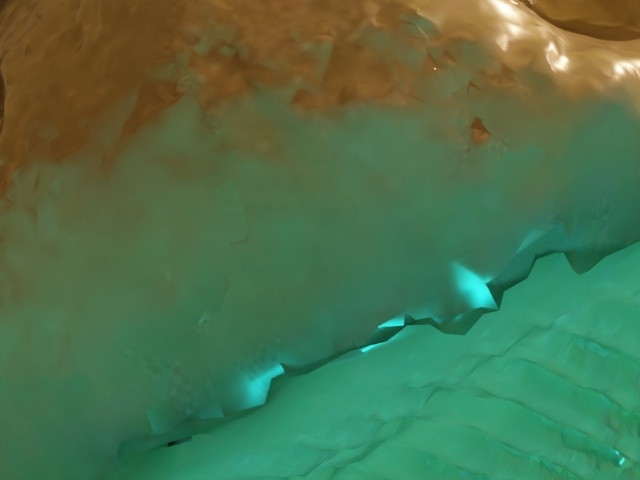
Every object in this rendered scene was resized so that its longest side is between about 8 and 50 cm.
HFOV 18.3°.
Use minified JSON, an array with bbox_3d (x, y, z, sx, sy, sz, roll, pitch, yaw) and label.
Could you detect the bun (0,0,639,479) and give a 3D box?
[{"bbox_3d":[0.000,0.000,0.660,0.360,0.360,0.211,-38,-119,26],"label":"bun"}]
